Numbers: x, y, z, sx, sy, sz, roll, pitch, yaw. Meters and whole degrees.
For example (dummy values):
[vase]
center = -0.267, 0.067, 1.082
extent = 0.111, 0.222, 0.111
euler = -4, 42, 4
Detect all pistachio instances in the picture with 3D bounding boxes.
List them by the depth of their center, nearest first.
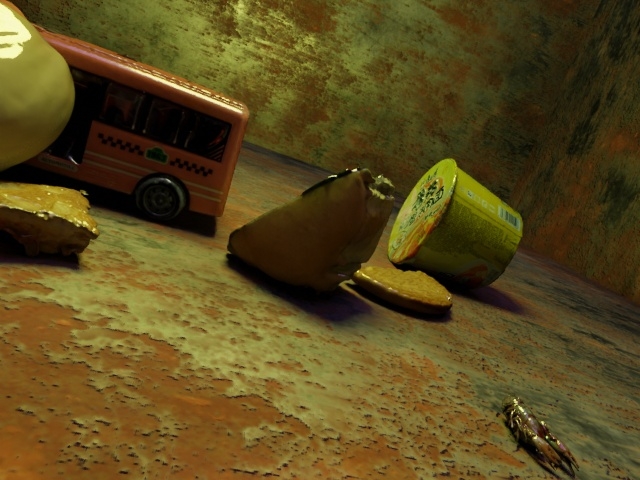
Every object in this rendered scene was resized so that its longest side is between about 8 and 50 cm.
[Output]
[pistachio]
center = -0.426, -0.151, 0.473
extent = 0.208, 0.226, 0.332
euler = 41, 37, 12

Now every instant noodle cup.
[instant noodle cup]
center = 0.301, -0.025, 1.032
extent = 0.200, 0.264, 0.264
euler = 26, 12, -10

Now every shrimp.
[shrimp]
center = 0.211, 0.192, 0.458
extent = 0.038, 0.029, 0.092
euler = 12, 19, -36

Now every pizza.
[pizza]
center = -0.310, -0.025, 0.498
extent = 0.161, 0.062, 0.182
euler = 16, 7, 10

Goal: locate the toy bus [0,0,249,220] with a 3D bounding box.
[toy bus]
center = -0.339, -0.191, 0.734
extent = 0.427, 0.233, 0.203
euler = 17, 14, -18

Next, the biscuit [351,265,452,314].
[biscuit]
center = 0.154, 0.086, 0.795
extent = 0.224, 0.033, 0.144
euler = 5, 22, -48

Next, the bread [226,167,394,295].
[bread]
center = -0.002, 0.009, 0.670
extent = 0.174, 0.252, 0.133
euler = -5, 71, -65
